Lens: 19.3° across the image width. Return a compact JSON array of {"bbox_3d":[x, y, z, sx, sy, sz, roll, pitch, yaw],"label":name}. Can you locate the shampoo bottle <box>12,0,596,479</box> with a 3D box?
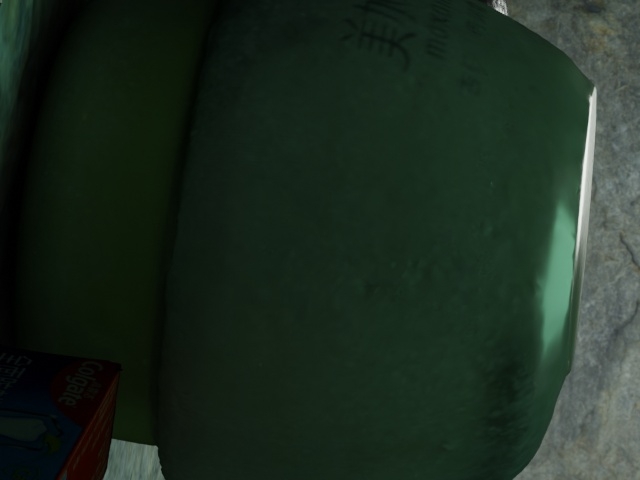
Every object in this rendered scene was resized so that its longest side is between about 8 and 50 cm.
[{"bbox_3d":[0.000,0.000,1.071,0.322,0.317,0.322,11,90,-89],"label":"shampoo bottle"}]

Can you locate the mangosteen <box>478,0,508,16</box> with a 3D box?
[{"bbox_3d":[0.001,-0.178,1.318,0.275,0.275,0.302,-76,160,-62],"label":"mangosteen"}]

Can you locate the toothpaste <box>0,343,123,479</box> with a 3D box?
[{"bbox_3d":[-0.153,0.125,0.807,0.320,0.076,0.066,-70,169,-75],"label":"toothpaste"}]
